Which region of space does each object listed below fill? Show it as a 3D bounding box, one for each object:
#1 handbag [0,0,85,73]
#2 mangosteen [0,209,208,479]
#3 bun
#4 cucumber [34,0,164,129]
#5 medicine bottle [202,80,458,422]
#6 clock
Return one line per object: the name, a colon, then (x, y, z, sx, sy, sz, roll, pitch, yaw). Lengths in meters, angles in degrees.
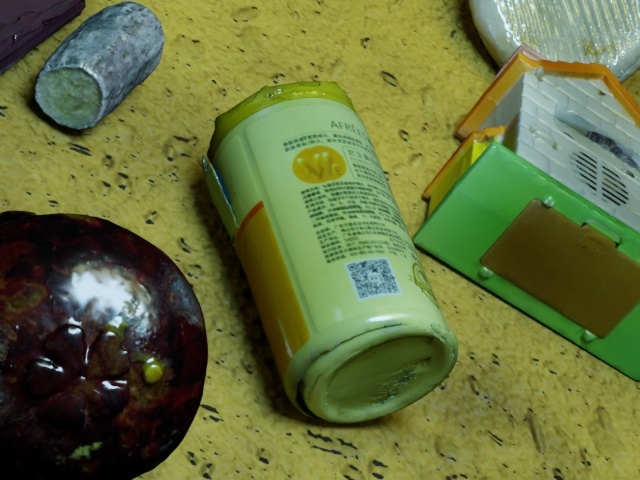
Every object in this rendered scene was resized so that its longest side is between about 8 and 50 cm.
handbag: (-0.267, -0.205, 1.290, 0.203, 0.074, 0.216, 38, 37, 0)
mangosteen: (-0.150, 0.059, 1.043, 0.172, 0.172, 0.184, 13, 17, -31)
bun: (0.213, -0.206, 1.682, 0.183, 0.102, 0.183, 3, 74, -10)
cucumber: (-0.157, -0.124, 1.306, 0.064, 0.064, 0.112, 39, 39, 0)
medicine bottle: (0.000, 0.000, 1.261, 0.124, 0.124, 0.239, 8, 45, -35)
clock: (0.205, -0.044, 1.506, 0.220, 0.106, 0.255, 32, 31, -11)
